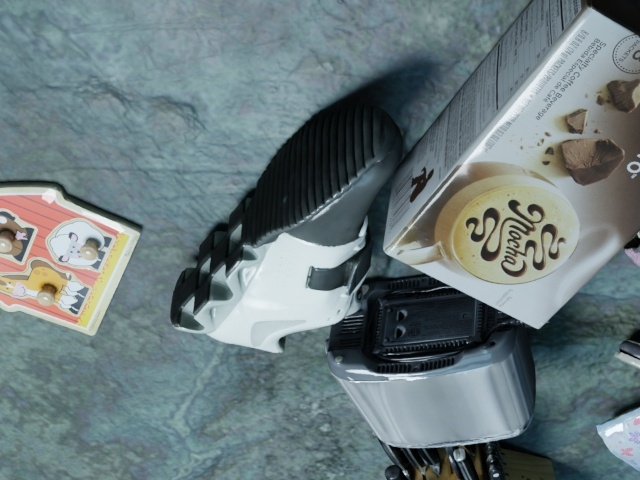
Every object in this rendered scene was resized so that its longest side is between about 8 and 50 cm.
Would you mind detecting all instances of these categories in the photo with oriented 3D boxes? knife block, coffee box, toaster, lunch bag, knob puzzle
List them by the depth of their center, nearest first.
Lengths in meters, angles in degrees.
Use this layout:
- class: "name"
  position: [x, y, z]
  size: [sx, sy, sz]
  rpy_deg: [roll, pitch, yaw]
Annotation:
- class: "coffee box"
  position: [0.202, -0.082, 1.020]
  size: [0.168, 0.119, 0.297]
  rpy_deg: [27, 130, -14]
- class: "toaster"
  position: [0.125, 0.120, 1.209]
  size: [0.227, 0.129, 0.146]
  rpy_deg: [-9, 134, 18]
- class: "knob puzzle"
  position: [-0.300, 0.016, 1.241]
  size: [0.213, 0.030, 0.213]
  rpy_deg: [4, 132, 5]
- class: "lunch bag"
  position: [0.347, 0.203, 1.301]
  size: [0.083, 0.053, 0.071]
  rpy_deg: [31, 131, -31]
- class: "knife block"
  position: [0.134, 0.294, 1.362]
  size: [0.242, 0.088, 0.276]
  rpy_deg: [15, 133, -18]

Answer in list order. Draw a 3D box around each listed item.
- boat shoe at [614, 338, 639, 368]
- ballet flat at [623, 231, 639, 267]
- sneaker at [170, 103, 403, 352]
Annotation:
- class: "boat shoe"
  position: [0.402, 0.119, 1.227]
  size: [0.206, 0.075, 0.065]
  rpy_deg: [13, 89, 4]
- class: "ballet flat"
  position: [0.326, -0.050, 1.070]
  size: [0.079, 0.077, 0.221]
  rpy_deg: [27, 133, 10]
- class: "sneaker"
  position: [0.000, 0.000, 1.134]
  size: [0.146, 0.122, 0.330]
  rpy_deg: [25, 137, -22]
